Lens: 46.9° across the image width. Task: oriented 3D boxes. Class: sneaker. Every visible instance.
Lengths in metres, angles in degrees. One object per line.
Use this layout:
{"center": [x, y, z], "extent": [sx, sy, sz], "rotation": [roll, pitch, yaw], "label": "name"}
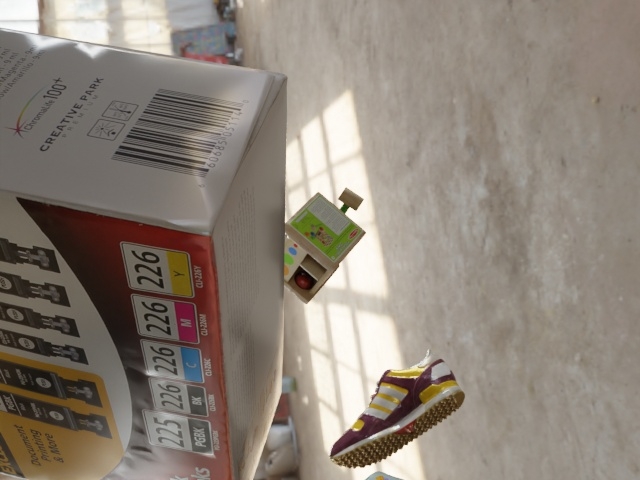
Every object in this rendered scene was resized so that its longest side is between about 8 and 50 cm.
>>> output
{"center": [0.085, 0.212, 0.925], "extent": [0.084, 0.185, 0.070], "rotation": [60, 180, 39], "label": "sneaker"}

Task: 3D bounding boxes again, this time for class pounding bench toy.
{"center": [0.000, 0.000, 0.606], "extent": [0.052, 0.083, 0.065], "rotation": [40, 140, 4], "label": "pounding bench toy"}

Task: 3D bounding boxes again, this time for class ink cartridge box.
{"center": [-0.167, 0.035, 0.471], "extent": [0.310, 0.271, 0.130], "rotation": [93, -169, -46], "label": "ink cartridge box"}

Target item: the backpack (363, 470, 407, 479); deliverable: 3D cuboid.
{"center": [0.082, 0.346, 0.772], "extent": [0.144, 0.166, 0.189], "rotation": [4, 120, 35], "label": "backpack"}
